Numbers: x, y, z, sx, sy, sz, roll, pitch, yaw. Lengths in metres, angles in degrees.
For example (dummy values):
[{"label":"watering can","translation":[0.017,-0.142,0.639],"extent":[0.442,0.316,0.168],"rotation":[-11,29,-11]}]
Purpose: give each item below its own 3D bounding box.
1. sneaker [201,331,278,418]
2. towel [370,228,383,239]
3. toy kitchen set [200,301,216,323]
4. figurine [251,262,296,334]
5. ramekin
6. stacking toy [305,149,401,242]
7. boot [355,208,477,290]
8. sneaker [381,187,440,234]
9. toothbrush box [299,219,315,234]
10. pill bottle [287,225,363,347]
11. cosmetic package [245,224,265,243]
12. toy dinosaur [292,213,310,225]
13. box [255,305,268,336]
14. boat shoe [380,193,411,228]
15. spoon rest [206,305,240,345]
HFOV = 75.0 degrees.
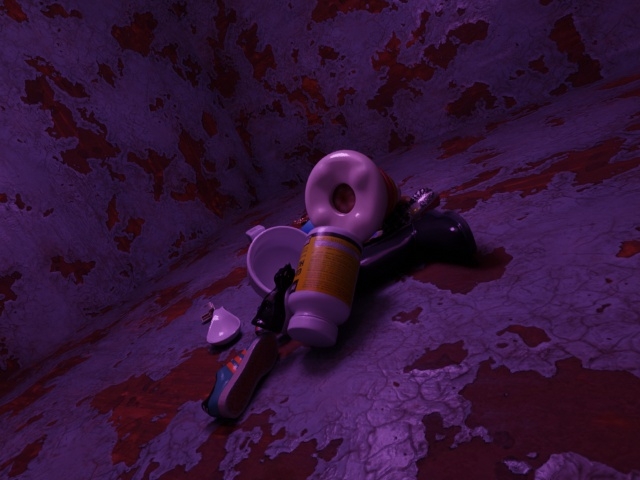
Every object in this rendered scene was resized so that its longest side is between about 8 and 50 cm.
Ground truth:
[{"label":"sneaker","translation":[-0.231,0.373,1.201],"extent":[0.121,0.108,0.302],"rotation":[-11,23,30]},{"label":"towel","translation":[0.250,-0.026,1.865],"extent":[0.060,0.009,0.083],"rotation":[-18,18,27]},{"label":"toy kitchen set","translation":[-0.480,0.325,1.796],"extent":[0.075,0.083,0.068],"rotation":[-30,59,-12]},{"label":"figurine","translation":[-0.118,0.187,1.332],"extent":[0.215,0.092,0.209],"rotation":[63,-133,-73]},{"label":"ramekin","translation":[-0.139,0.099,1.539],"extent":[0.277,0.277,0.135],"rotation":[-35,-10,-28]},{"label":"stacking toy","translation":[0.203,-0.176,1.679],"extent":[0.351,0.350,0.480],"rotation":[-13,-1,38]},{"label":"boot","translation":[0.243,0.054,1.390],"extent":[0.445,0.146,0.367],"rotation":[-23,9,-1]},{"label":"sneaker","translation":[0.386,-0.098,1.748],"extent":[0.279,0.118,0.107],"rotation":[-39,49,22]},{"label":"toothbrush box","translation":[0.000,0.000,1.768],"extent":[0.126,0.216,0.295],"rotation":[27,37,11]},{"label":"pill bottle","translation":[0.010,0.138,1.257],"extent":[0.188,0.188,0.333],"rotation":[-13,48,37]},{"label":"cosmetic package","translation":[-0.267,0.048,2.016],"extent":[0.086,0.231,0.117],"rotation":[-31,18,-14]},{"label":"toy dinosaur","translation":[-0.026,-0.153,2.441],"extent":[0.322,0.164,0.218],"rotation":[3,43,18]},{"label":"box","translation":[-0.179,0.278,1.536],"extent":[0.114,0.036,0.207],"rotation":[-26,17,2]},{"label":"boat shoe","translation":[0.283,-0.116,1.901],"extent":[0.324,0.122,0.120],"rotation":[-27,22,-2]},{"label":"spoon rest","translation":[-0.377,0.322,1.614],"extent":[0.137,0.084,0.276],"rotation":[-29,16,-8]}]
